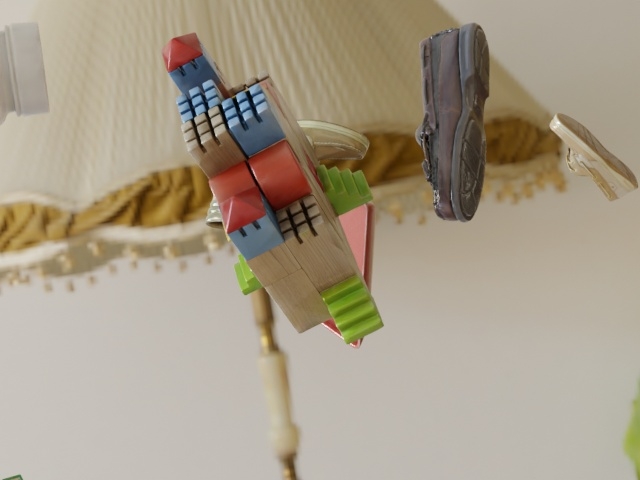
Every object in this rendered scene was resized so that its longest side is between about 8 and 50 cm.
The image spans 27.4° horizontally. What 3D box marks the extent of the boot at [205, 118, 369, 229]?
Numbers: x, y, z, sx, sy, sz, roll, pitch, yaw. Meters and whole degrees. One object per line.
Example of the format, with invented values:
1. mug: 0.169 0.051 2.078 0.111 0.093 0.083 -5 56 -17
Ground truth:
1. boot: -0.046 -0.081 1.794 0.213 0.165 0.077 4 -20 13

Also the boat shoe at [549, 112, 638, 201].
1. boat shoe: 0.392 -0.117 1.931 0.059 0.170 0.063 -42 17 26

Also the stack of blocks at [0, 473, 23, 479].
1. stack of blocks: -0.540 0.584 2.422 0.171 0.297 0.087 -9 -34 -47

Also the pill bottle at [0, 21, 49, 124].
1. pill bottle: -0.538 -0.231 1.875 0.283 0.160 0.160 -8 0 -12

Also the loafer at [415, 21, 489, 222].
1. loafer: 0.172 -0.157 1.792 0.095 0.302 0.109 -4 -28 24

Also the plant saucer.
1. plant saucer: 0.000 0.000 2.034 0.048 0.258 0.259 -20 36 -33

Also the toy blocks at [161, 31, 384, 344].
1. toy blocks: -0.069 -0.084 1.514 0.191 0.381 0.261 -27 -45 6
